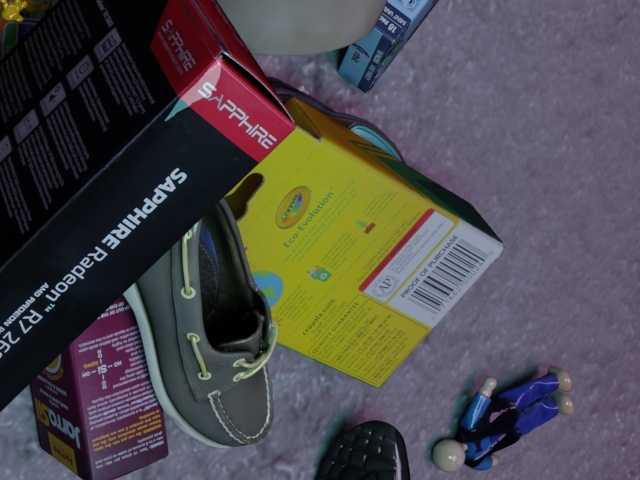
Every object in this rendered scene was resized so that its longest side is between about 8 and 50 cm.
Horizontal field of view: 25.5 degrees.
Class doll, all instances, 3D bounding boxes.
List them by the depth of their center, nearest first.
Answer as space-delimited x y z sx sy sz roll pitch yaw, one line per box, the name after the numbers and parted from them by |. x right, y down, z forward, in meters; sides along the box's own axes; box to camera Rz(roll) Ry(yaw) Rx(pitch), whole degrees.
0.204 0.208 1.625 0.189 0.046 0.129 -27 127 -23 | doll

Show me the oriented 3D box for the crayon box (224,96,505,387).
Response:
0.000 0.000 1.338 0.318 0.081 0.202 29 109 -40 | crayon box

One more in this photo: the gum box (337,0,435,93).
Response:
0.094 -0.242 1.350 0.041 0.157 0.184 36 77 0 | gum box

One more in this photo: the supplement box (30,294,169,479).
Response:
-0.202 0.104 1.240 0.081 0.104 0.188 -18 113 -33 | supplement box

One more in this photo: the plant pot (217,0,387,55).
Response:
-0.035 -0.317 1.155 0.323 0.323 0.280 -20 132 -33 | plant pot

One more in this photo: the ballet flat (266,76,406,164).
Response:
0.003 -0.102 1.365 0.203 0.074 0.074 27 85 -38 | ballet flat

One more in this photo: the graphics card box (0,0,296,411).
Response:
-0.204 -0.038 1.033 0.371 0.233 0.094 -43 130 9 | graphics card box

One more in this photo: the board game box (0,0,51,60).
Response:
-0.286 -0.172 1.141 0.136 0.035 0.201 -2 103 -38 | board game box

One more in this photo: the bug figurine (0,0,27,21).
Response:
-0.360 -0.166 1.041 0.279 0.072 0.216 -47 116 -6 | bug figurine

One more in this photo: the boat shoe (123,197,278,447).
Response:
-0.092 0.072 1.207 0.109 0.091 0.305 -57 141 -39 | boat shoe

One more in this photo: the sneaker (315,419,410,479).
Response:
0.067 0.316 1.532 0.124 0.107 0.283 -18 118 -49 | sneaker
